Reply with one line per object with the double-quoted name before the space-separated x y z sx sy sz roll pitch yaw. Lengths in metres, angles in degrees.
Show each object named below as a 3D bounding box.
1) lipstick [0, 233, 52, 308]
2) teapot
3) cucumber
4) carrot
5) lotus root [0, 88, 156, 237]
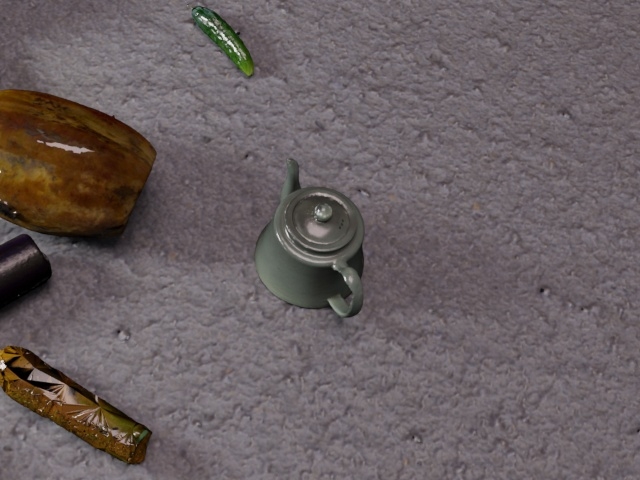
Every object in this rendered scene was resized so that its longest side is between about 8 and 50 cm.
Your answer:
"lipstick" -0.493 0.091 1.354 0.299 0.081 0.081 -34 72 -26
"teapot" 0.000 0.000 1.455 0.162 0.149 0.239 -16 64 -20
"cucumber" -0.157 -0.332 1.678 0.039 0.039 0.168 -35 75 -25
"carrot" -0.320 0.212 1.328 0.228 0.069 0.069 30 60 6
"lotus root" -0.381 -0.103 1.442 0.290 0.193 0.193 19 59 -2
